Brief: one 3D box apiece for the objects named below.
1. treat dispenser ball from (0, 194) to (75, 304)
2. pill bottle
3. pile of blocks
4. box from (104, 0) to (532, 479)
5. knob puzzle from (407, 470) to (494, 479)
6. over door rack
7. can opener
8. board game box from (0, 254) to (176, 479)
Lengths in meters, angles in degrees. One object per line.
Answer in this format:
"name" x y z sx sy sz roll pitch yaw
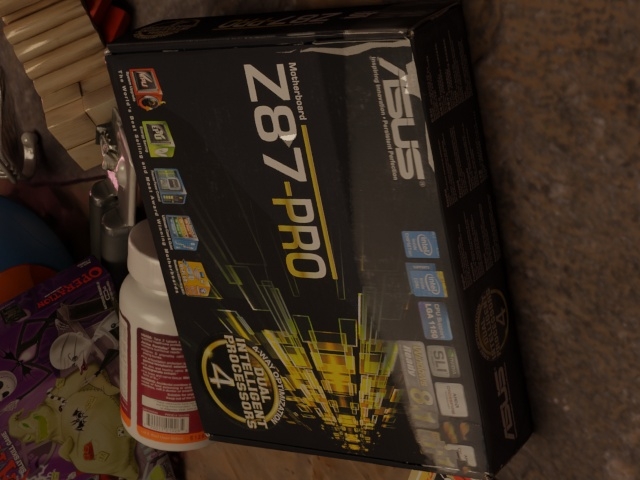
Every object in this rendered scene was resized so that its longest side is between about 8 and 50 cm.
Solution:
"treat dispenser ball" -0.403 0.086 1.668 0.288 0.288 0.288 25 129 36
"pill bottle" -0.142 0.092 1.518 0.121 0.121 0.221 28 127 35
"pile of blocks" -0.259 -0.254 1.482 0.113 0.149 0.362 -21 110 8
"box" 0.000 0.000 1.303 0.318 0.097 0.395 2 114 34
"knob puzzle" 0.144 0.297 1.403 0.213 0.030 0.213 25 128 36
"over door rack" -0.464 -0.148 1.569 0.239 0.324 0.108 -2 72 15
"can opener" -0.183 -0.031 1.535 0.283 0.095 0.076 101 149 -54
"board game box" -0.279 0.198 1.604 0.056 0.208 0.347 45 155 44
